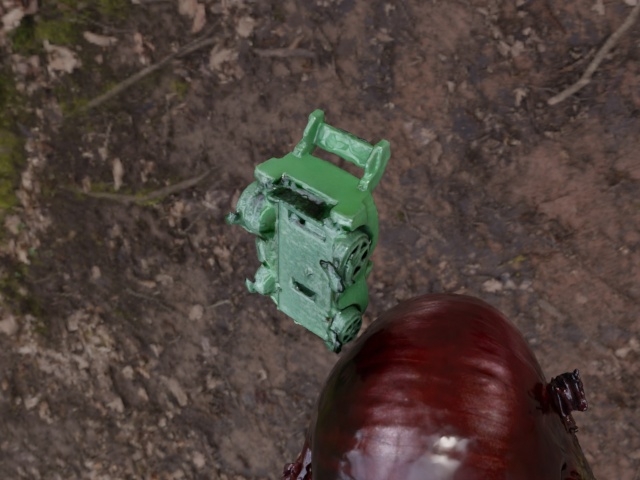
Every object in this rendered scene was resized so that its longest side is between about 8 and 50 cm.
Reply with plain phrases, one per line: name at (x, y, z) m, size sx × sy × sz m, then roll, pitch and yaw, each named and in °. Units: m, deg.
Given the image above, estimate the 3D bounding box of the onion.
onion at (0.060, 0.177, 0.509) m, size 0.284 × 0.273 × 0.273 m, roll -7°, pitch 101°, yaw 13°

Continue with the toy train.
toy train at (0.000, 0.000, 0.461) m, size 0.099 × 0.081 × 0.149 m, roll 29°, pitch 145°, yaw 27°
